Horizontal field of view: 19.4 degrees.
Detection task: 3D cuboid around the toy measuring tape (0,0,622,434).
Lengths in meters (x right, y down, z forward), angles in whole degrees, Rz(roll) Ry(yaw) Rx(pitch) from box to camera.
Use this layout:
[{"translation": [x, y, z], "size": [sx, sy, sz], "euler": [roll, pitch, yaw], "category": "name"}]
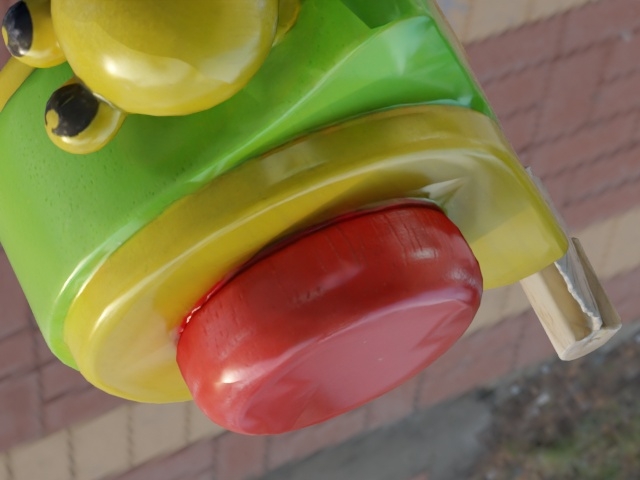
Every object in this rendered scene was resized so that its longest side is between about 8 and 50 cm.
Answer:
[{"translation": [0.000, 0.000, 0.478], "size": [0.121, 0.121, 0.330], "euler": [-36, 158, 5], "category": "toy measuring tape"}]
